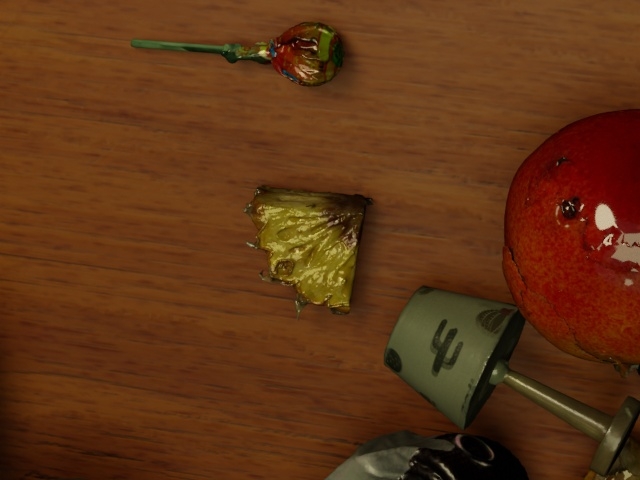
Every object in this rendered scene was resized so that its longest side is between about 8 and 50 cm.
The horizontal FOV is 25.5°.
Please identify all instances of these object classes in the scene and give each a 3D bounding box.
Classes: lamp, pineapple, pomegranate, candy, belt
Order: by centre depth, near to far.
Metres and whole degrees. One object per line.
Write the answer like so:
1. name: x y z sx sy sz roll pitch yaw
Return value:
1. pomegranate: 0.248 0.007 1.135 0.210 0.210 0.235 -10 134 13
2. lamp: 0.165 0.119 1.216 0.214 0.121 0.121 28 108 17
3. candy: -0.075 -0.166 1.233 0.200 0.060 0.061 6 106 18
4. pineapple: 0.000 0.000 1.256 0.116 0.069 0.137 -34 105 11
5. belt: 0.072 0.294 1.269 0.184 0.164 0.289 38 112 26

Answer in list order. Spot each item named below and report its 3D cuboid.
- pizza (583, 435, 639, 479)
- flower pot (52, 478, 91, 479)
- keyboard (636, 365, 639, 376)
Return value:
1. pizza: 0.253 0.336 1.279 0.226 0.086 0.336 -6 102 17
2. flower pot: -0.245 0.316 1.338 0.235 0.140 0.236 3 105 12
3. keyboard: 0.388 0.069 1.203 0.250 0.017 0.087 -26 71 16
